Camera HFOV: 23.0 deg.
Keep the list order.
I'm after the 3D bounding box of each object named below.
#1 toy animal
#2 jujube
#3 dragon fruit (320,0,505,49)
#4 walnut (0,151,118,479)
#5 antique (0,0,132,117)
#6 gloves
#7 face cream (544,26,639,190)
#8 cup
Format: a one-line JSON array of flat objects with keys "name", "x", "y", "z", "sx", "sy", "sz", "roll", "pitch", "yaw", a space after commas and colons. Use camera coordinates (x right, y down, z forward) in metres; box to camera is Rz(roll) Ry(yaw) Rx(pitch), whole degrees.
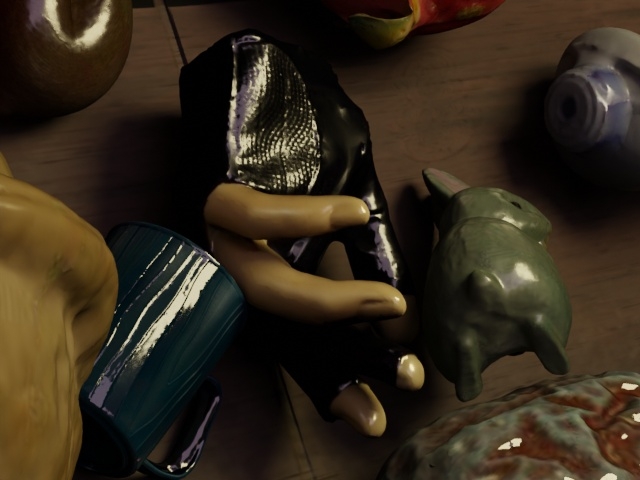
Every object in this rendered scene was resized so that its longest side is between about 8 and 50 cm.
[{"name": "toy animal", "x": 0.129, "y": 0.007, "z": 1.186, "sx": 0.236, "sy": 0.108, "sz": 0.138, "roll": -88, "pitch": 164, "yaw": -48}, {"name": "jujube", "x": 0.183, "y": 0.205, "z": 1.121, "sx": 0.317, "sy": 0.226, "sz": 0.226, "roll": -8, "pitch": 75, "yaw": -36}, {"name": "dragon fruit", "x": 0.066, "y": -0.265, "z": 1.255, "sx": 0.227, "sy": 0.224, "sz": 0.224, "roll": -13, "pitch": 77, "yaw": -54}, {"name": "walnut", "x": -0.278, "y": 0.066, "z": 0.823, "sx": 0.381, "sy": 0.381, "sz": 0.381, "roll": 12, "pitch": 65, "yaw": -27}, {"name": "antique", "x": -0.176, "y": -0.202, "z": 1.141, "sx": 0.143, "sy": 0.121, "sz": 0.257, "roll": 41, "pitch": 56, "yaw": -19}, {"name": "gloves", "x": -0.007, "y": -0.001, "z": 1.131, "sx": 0.197, "sy": 0.152, "sz": 0.301, "roll": 13, "pitch": 42, "yaw": -52}, {"name": "face cream", "x": 0.375, "y": -0.130, "z": 1.402, "sx": 0.420, "sy": 0.235, "sz": 0.137, "roll": -10, "pitch": 111, "yaw": -32}, {"name": "cup", "x": -0.119, "y": 0.086, "z": 1.059, "sx": 0.150, "sy": 0.113, "sz": 0.138, "roll": 40, "pitch": 57, "yaw": -9}]
